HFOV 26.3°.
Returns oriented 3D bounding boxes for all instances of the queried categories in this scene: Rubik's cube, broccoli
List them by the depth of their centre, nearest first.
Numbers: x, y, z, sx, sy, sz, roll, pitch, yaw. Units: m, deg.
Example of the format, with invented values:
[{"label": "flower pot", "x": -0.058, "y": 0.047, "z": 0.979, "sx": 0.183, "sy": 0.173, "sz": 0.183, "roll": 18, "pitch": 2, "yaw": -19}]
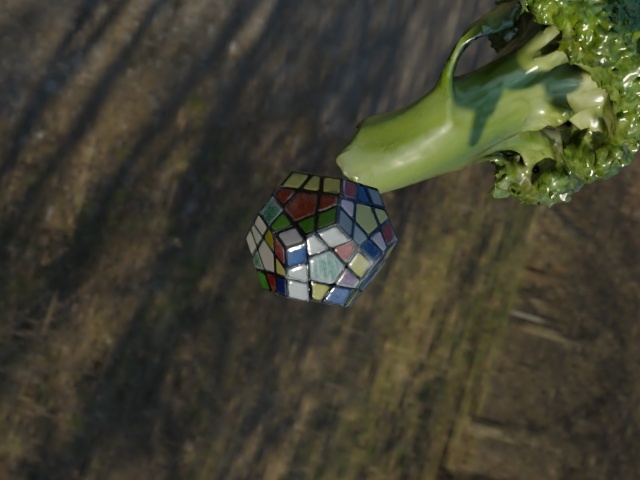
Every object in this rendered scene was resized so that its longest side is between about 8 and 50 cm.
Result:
[{"label": "Rubik's cube", "x": 0.000, "y": 0.000, "z": 1.007, "sx": 0.093, "sy": 0.111, "sz": 0.111, "roll": -18, "pitch": 133, "yaw": -28}, {"label": "broccoli", "x": 0.185, "y": -0.139, "z": 1.250, "sx": 0.254, "sy": 0.302, "sz": 0.186, "roll": 32, "pitch": 40, "yaw": -50}]
